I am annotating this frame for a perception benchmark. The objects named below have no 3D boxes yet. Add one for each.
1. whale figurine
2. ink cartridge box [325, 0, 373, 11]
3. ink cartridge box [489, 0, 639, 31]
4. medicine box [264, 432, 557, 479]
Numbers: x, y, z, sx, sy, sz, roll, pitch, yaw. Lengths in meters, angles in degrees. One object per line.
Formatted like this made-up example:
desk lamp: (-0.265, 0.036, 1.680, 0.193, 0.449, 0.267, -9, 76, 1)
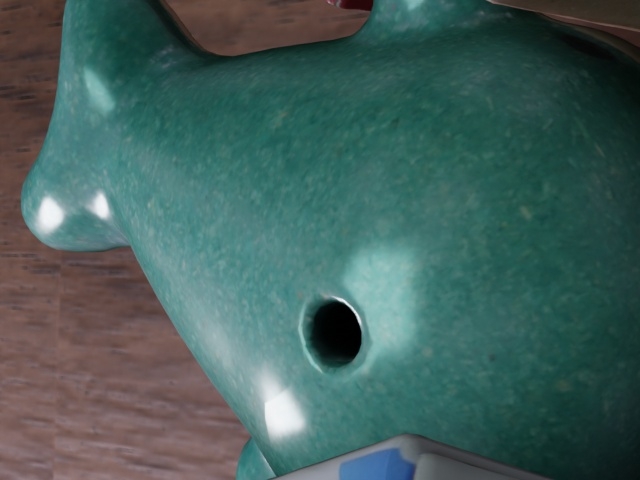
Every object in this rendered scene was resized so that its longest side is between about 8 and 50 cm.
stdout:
whale figurine: (0.000, 0.000, 0.627, 0.272, 0.141, 0.216, 26, 110, 27)
ink cartridge box: (0.027, -0.183, 0.702, 0.127, 0.072, 0.175, 45, 121, 42)
ink cartridge box: (0.149, -0.151, 0.458, 0.235, 0.193, 0.088, -52, 50, 35)
medicine box: (-0.011, 0.217, 0.538, 0.289, 0.149, 0.263, -29, 46, 56)
